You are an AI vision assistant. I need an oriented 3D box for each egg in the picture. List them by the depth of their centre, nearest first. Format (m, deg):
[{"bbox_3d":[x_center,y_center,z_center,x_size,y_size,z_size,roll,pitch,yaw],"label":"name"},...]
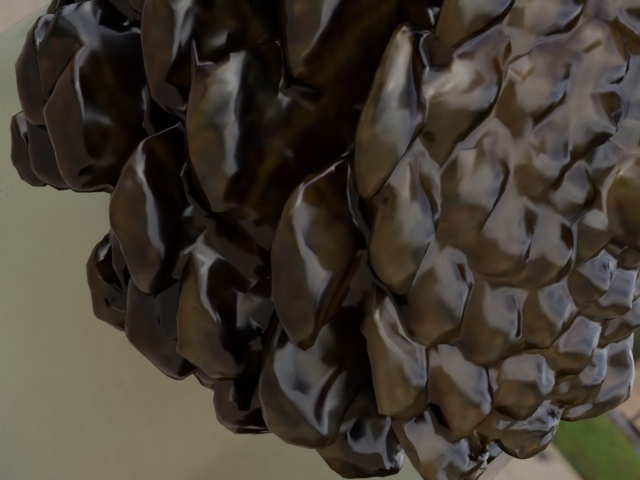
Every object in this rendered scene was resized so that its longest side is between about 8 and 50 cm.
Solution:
[{"bbox_3d":[0.000,0.000,0.931,0.354,0.340,0.354,-22,90,-77],"label":"egg"}]

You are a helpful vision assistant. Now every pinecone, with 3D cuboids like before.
[{"bbox_3d":[0.015,-0.051,0.587,0.257,0.243,0.243,34,0,12],"label":"pinecone"}]
